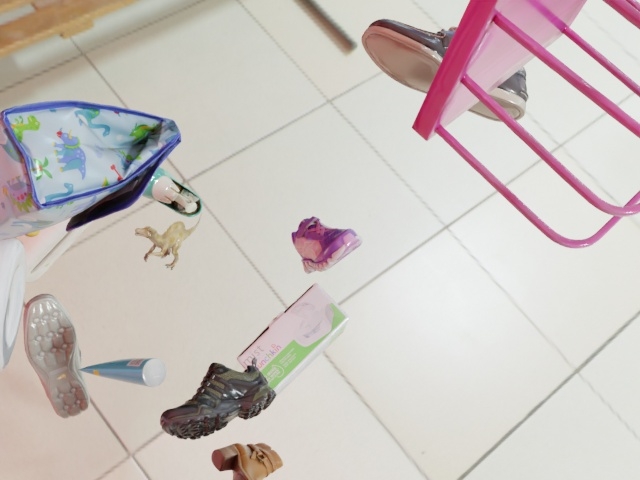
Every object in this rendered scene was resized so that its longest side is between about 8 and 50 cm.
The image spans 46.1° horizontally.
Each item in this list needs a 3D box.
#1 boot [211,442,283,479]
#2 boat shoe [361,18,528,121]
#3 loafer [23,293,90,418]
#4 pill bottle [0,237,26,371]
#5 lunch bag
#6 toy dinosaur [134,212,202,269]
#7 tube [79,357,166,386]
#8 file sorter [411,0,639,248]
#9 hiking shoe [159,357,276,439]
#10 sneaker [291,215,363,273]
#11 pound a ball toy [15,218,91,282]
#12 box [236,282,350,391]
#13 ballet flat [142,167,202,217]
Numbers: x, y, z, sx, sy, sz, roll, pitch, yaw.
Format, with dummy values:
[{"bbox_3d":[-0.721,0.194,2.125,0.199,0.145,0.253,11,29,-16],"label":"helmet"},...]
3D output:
[{"bbox_3d":[-0.143,0.538,1.742,0.152,0.073,0.197,5,31,-45],"label":"boot"},{"bbox_3d":[0.141,-0.198,0.828,0.206,0.075,0.065,22,73,-17],"label":"boat shoe"},{"bbox_3d":[-0.578,0.243,1.631,0.112,0.319,0.111,-16,34,-24],"label":"loafer"},{"bbox_3d":[-0.697,0.081,1.189,0.407,0.229,0.229,8,61,-13],"label":"pill bottle"},{"bbox_3d":[-0.207,-0.060,0.623,0.151,0.128,0.096,-26,98,-49],"label":"lunch bag"},{"bbox_3d":[-0.270,0.001,1.386,0.053,0.093,0.183,34,22,20],"label":"toy dinosaur"},{"bbox_3d":[-0.375,0.245,1.434,0.080,0.207,0.052,6,82,-46],"label":"tube"},{"bbox_3d":[0.230,-0.152,0.526,0.202,0.291,0.182,-39,76,-24],"label":"file sorter"},{"bbox_3d":[-0.200,0.290,1.397,0.227,0.086,0.114,-10,53,-34],"label":"hiking shoe"},{"bbox_3d":[0.000,0.000,1.486,0.095,0.236,0.104,-33,94,-20],"label":"sneaker"},{"bbox_3d":[-0.721,-0.047,1.837,0.319,0.136,0.208,-44,80,7],"label":"pound a ball toy"},{"bbox_3d":[-0.067,0.249,1.843,0.262,0.231,0.127,-43,81,-12],"label":"box"},{"bbox_3d":[-0.369,-0.119,1.862,0.087,0.247,0.083,28,88,29],"label":"ballet flat"}]
